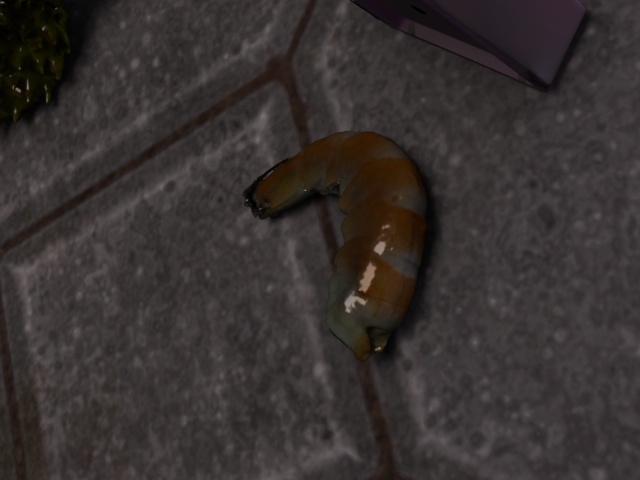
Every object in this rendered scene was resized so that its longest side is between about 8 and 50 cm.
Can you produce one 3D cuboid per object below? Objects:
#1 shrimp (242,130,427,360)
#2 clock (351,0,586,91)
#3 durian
[{"bbox_3d":[0.000,0.000,1.026,0.166,0.049,0.161,1,74,40],"label":"shrimp"},{"bbox_3d":[0.058,-0.175,0.938,0.150,0.197,0.063,30,93,41],"label":"clock"},{"bbox_3d":[-0.282,-0.174,1.263,0.375,0.106,0.132,-39,53,23],"label":"durian"}]
